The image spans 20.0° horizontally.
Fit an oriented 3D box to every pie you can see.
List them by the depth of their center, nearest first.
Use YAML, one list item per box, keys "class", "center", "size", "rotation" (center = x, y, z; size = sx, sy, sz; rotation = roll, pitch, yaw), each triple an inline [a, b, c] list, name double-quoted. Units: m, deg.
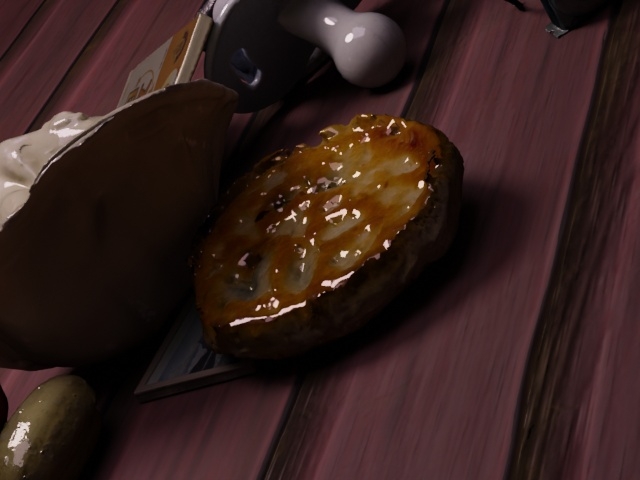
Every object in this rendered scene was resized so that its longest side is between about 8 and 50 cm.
- class: "pie"
  center: [0.000, 0.000, 1.711]
  size: [0.315, 0.092, 0.315]
  rotation: [-26, 29, 16]

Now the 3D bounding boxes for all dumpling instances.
- class: "dumpling"
  center: [-0.219, -0.027, 1.805]
  size: [0.395, 0.233, 0.315]
  rotation: [-39, -12, -17]

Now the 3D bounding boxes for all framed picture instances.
- class: "framed picture"
  center: [-0.087, 0.074, 1.783]
  size: [0.150, 0.015, 0.203]
  rotation: [-16, 30, 34]

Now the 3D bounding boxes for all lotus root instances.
- class: "lotus root"
  center: [-0.260, 0.198, 1.677]
  size: [0.077, 0.090, 0.183]
  rotation: [7, 42, 16]

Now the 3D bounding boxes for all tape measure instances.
- class: "tape measure"
  center: [0.243, -0.297, 1.954]
  size: [0.107, 0.104, 0.180]
  rotation: [-41, 25, -6]

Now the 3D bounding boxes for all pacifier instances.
- class: "pacifier"
  center: [0.008, -0.248, 2.106]
  size: [0.233, 0.244, 0.299]
  rotation: [36, 85, 32]

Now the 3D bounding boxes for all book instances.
- class: "book"
  center: [-0.209, -0.136, 2.124]
  size: [0.295, 0.020, 0.208]
  rotation: [-21, 48, 67]

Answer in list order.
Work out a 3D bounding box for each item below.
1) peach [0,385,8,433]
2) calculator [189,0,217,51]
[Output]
- class: "peach"
  center: [-0.401, 0.184, 1.732]
  size: [0.214, 0.214, 0.235]
  rotation: [-40, -16, -15]
- class: "calculator"
  center: [-0.045, -0.322, 2.211]
  size: [0.261, 0.161, 0.021]
  rotation: [-53, 52, 14]
